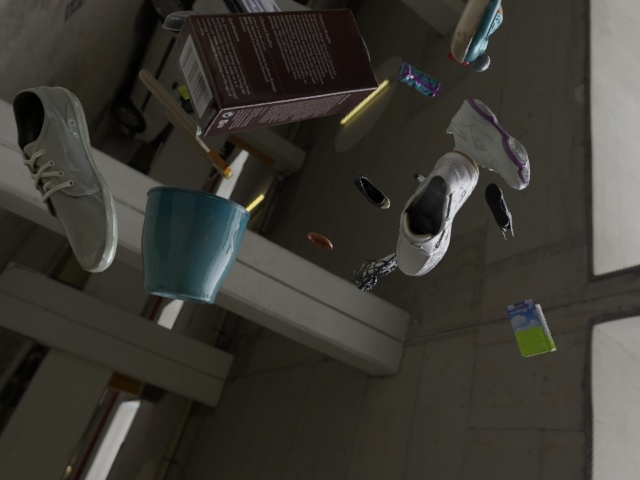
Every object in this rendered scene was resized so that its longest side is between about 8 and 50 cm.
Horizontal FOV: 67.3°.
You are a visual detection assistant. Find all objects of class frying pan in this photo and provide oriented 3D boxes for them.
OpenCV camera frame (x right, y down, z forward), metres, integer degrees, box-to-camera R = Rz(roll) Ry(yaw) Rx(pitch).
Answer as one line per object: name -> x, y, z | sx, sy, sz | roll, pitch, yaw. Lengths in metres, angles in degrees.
frying pan -> -0.350, -0.671, 1.492 | 0.197, 0.326, 0.053 | -34, 136, -42

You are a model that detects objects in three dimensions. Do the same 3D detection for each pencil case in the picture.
pencil case -> 0.334, -0.546, 1.641 | 0.064, 0.151, 0.070 | -60, -153, 24

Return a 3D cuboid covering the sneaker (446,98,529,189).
sneaker -> 0.469, -0.250, 1.353 | 0.152, 0.114, 0.305 | -50, -124, 41

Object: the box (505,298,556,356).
box -> 0.715, 0.298, 1.642 | 0.109, 0.042, 0.178 | -34, -119, 47

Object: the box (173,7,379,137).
box -> -0.084, -0.353, 0.995 | 0.143, 0.381, 0.191 | -24, -95, 60

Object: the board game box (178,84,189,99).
board game box -> -0.377, -0.527, 1.584 | 0.181, 0.043, 0.092 | -8, -150, 41

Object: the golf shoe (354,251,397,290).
golf shoe -> 0.197, 0.091, 1.718 | 0.198, 0.077, 0.094 | -40, -125, 17

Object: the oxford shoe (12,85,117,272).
oxford shoe -> -0.565, -0.137, 1.048 | 0.169, 0.130, 0.449 | -25, -100, 27

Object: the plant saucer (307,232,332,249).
plant saucer -> 0.000, 0.000, 1.437 | 0.013, 0.083, 0.083 | -61, -161, -16

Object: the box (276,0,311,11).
box -> -0.121, -0.742, 1.657 | 0.232, 0.148, 0.127 | -96, -153, -74

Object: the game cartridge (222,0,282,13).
game cartridge -> -0.143, -0.547, 1.233 | 0.068, 0.355, 0.230 | -26, -163, 23

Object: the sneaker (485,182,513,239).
sneaker -> 0.558, -0.090, 1.495 | 0.051, 0.089, 0.170 | -20, -107, 24

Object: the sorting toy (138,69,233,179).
sorting toy -> -0.315, -0.272, 1.210 | 0.041, 0.307, 0.229 | -42, 173, -8

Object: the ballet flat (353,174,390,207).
ballet flat -> 0.184, -0.170, 1.715 | 0.057, 0.173, 0.049 | -54, -160, -3

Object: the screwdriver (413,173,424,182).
screwdriver -> 0.387, -0.212, 1.736 | 0.025, 0.170, 0.024 | -54, -129, 23

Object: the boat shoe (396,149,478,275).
boat shoe -> 0.179, -0.029, 0.849 | 0.096, 0.098, 0.277 | -32, 148, -37

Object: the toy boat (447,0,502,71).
toy boat -> 0.528, -0.685, 1.612 | 0.318, 0.148, 0.267 | 70, 45, -78

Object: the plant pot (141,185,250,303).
plant pot -> -0.343, 0.026, 1.251 | 0.271, 0.271, 0.255 | -16, -119, 63
